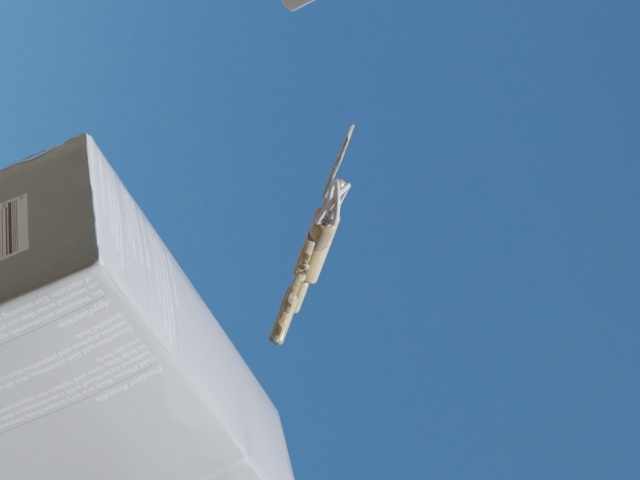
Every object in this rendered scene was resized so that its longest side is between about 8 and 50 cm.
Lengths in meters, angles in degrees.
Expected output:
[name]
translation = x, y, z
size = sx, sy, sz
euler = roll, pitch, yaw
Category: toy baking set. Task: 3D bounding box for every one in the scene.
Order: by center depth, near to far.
[toy baking set]
translation = 0.000, 0.000, 1.376
size = 0.197, 0.030, 0.256
euler = -89, -161, -85

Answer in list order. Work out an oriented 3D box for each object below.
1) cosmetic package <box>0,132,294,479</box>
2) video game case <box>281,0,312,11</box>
[cosmetic package]
translation = -0.111, 0.078, 0.652
size = 0.107, 0.127, 0.238
euler = -107, 172, -46
[video game case]
translation = 0.080, -0.274, 1.115
size = 0.023, 0.201, 0.183
euler = 57, -27, -13
